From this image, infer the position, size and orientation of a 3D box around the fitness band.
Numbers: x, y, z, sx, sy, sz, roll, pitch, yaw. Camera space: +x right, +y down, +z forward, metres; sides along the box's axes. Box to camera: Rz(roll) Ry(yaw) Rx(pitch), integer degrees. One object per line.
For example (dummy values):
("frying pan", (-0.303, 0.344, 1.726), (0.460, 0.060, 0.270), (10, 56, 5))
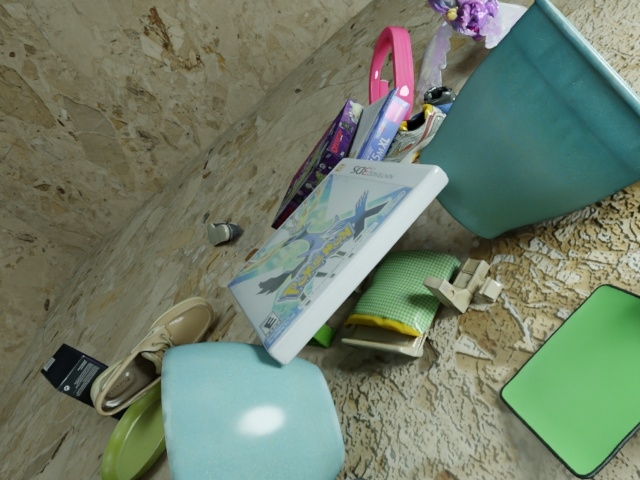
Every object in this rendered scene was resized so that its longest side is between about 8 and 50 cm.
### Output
("fitness band", (0.177, -0.390, 1.127), (0.209, 0.054, 0.290), (123, 147, -69))

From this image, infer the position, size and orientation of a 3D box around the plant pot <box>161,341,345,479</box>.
("plant pot", (-0.080, 0.264, 0.610), (0.196, 0.290, 0.290), (-13, 26, -13))

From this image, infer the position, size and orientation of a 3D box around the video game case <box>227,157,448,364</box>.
("video game case", (0.000, 0.000, 0.705), (0.329, 0.036, 0.300), (-48, 24, -6))

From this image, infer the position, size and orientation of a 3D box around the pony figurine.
("pony figurine", (0.335, -0.552, 1.056), (0.303, 0.363, 0.350), (-6, 63, 39))

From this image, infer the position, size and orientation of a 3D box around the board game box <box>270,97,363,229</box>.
("board game box", (-0.016, -0.182, 1.156), (0.347, 0.056, 0.208), (-46, 15, 50))

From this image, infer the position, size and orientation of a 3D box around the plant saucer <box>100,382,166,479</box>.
("plant saucer", (-0.394, 0.432, 1.000), (0.241, 0.037, 0.240), (-32, 31, 22))

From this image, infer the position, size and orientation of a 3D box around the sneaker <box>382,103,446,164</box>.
("sneaker", (0.184, -0.225, 1.023), (0.225, 0.093, 0.088), (-37, 30, 23))

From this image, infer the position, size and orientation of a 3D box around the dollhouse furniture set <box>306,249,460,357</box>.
("dollhouse furniture set", (0.048, 0.071, 0.765), (0.302, 0.151, 0.197), (-6, 47, 49))

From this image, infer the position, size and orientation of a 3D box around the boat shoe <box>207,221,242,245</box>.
("boat shoe", (-0.324, -0.025, 1.491), (0.065, 0.075, 0.206), (-11, 5, -31))

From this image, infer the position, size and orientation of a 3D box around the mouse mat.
("mouse mat", (0.289, 0.136, 0.472), (0.189, 0.007, 0.152), (-50, 15, 5))

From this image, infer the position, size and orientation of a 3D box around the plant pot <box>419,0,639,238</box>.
("plant pot", (0.291, -0.141, 0.630), (0.255, 0.272, 0.271), (-42, 26, 36))

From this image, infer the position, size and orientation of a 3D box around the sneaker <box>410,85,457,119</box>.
("sneaker", (0.260, -0.319, 1.055), (0.152, 0.084, 0.058), (4, 56, 55))

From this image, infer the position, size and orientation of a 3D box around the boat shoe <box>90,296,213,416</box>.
("boat shoe", (-0.382, 0.275, 1.065), (0.341, 0.121, 0.110), (-46, 20, -21))

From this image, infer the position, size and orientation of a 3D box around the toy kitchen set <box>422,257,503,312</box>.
("toy kitchen set", (0.212, 0.055, 0.650), (0.083, 0.075, 0.068), (-57, 32, -11))

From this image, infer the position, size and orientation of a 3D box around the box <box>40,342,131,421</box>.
("box", (-0.629, 0.381, 1.221), (0.261, 0.184, 0.103), (-4, 47, 50))

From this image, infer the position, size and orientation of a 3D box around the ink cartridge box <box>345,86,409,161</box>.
("ink cartridge box", (0.103, -0.225, 1.027), (0.185, 0.065, 0.311), (-63, 11, -1))

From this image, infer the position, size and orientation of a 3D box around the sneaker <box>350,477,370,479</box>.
("sneaker", (-0.001, 0.363, 0.486), (0.235, 0.084, 0.097), (-33, 37, -19))
